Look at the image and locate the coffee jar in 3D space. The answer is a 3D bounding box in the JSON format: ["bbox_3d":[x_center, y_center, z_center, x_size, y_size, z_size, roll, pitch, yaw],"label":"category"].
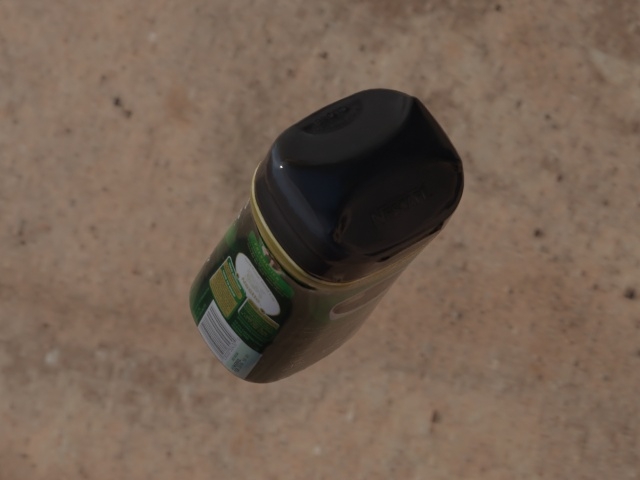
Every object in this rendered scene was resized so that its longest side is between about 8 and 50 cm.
[{"bbox_3d":[0.000,0.000,0.823,0.079,0.096,0.184,55,153,11],"label":"coffee jar"}]
